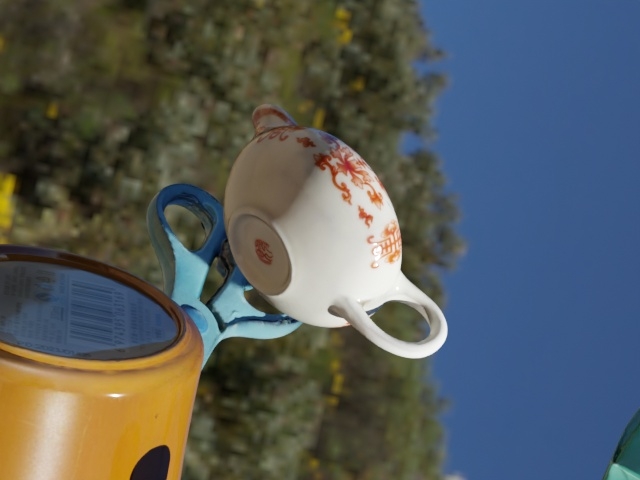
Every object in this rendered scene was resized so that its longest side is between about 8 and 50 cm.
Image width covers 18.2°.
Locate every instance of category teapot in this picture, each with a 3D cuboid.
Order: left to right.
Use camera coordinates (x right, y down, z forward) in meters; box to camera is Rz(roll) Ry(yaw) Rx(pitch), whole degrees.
[{"bbox_3d":[0.000,0.000,1.527,0.116,0.245,0.159,-27,163,-48],"label":"teapot"}]

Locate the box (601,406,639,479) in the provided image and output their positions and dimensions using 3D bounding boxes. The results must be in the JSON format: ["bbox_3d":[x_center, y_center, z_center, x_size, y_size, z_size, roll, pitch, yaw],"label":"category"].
[{"bbox_3d":[0.409,0.310,1.926,0.118,0.311,0.205,-48,160,-39],"label":"box"}]

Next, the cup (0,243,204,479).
[{"bbox_3d":[-0.125,0.153,0.870,0.182,0.226,0.264,-17,128,-56],"label":"cup"}]

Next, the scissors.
[{"bbox_3d":[-0.109,0.077,1.752,0.032,0.180,0.393,-51,-171,33],"label":"scissors"}]
